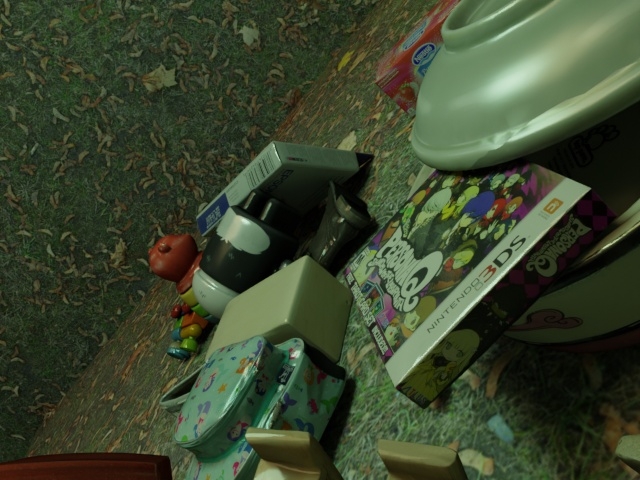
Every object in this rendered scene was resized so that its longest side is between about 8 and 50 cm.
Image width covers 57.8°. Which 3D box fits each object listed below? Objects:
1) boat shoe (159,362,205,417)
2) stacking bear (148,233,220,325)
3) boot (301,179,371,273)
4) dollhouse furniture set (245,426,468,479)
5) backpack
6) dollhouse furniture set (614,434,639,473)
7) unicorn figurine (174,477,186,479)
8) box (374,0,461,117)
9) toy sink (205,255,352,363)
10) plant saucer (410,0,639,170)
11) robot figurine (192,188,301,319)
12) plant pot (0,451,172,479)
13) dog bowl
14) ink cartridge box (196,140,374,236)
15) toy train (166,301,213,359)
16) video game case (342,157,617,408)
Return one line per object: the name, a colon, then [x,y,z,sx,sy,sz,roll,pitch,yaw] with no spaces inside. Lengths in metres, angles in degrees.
boat shoe: [-0.199,0.265,1.189,0.320,0.103,0.118,-45,21,20]
stacking bear: [-0.266,0.089,1.362,0.175,0.289,0.164,-13,43,61]
boot: [0.000,0.000,1.224,0.229,0.091,0.263,-55,13,13]
dollhouse furniture set: [-0.065,0.391,0.517,0.394,0.256,0.362,-2,46,24]
backpack: [-0.098,0.272,0.844,0.225,0.191,0.254,-27,37,50]
dollhouse furniture set: [0.236,0.049,0.264,0.198,0.301,0.151,-56,22,-1]
unicorn figurine: [-0.166,0.394,0.909,0.060,0.162,0.111,-43,48,11]
box: [0.254,-0.418,1.294,0.257,0.128,0.123,-37,24,36]
toy sink: [-0.072,0.161,1.039,0.234,0.131,0.153,-32,28,36]
plant saucer: [0.236,-0.238,0.581,0.400,0.100,0.400,-37,20,16]
robot figurine: [-0.151,0.037,1.215,0.278,0.173,0.209,-62,13,3]
plant pot: [-0.335,0.437,0.845,0.267,0.235,0.267,113,146,-72]
dog bowl: [0.274,-0.064,0.610,0.408,0.150,0.408,-45,20,21]
ink cartridge box: [-0.072,-0.106,1.371,0.324,0.330,0.072,-37,65,40]
toy train: [-0.338,0.238,1.572,0.248,0.105,0.143,-26,43,52]
video game case: [0.121,0.010,0.540,0.210,0.042,0.232,-48,20,10]
